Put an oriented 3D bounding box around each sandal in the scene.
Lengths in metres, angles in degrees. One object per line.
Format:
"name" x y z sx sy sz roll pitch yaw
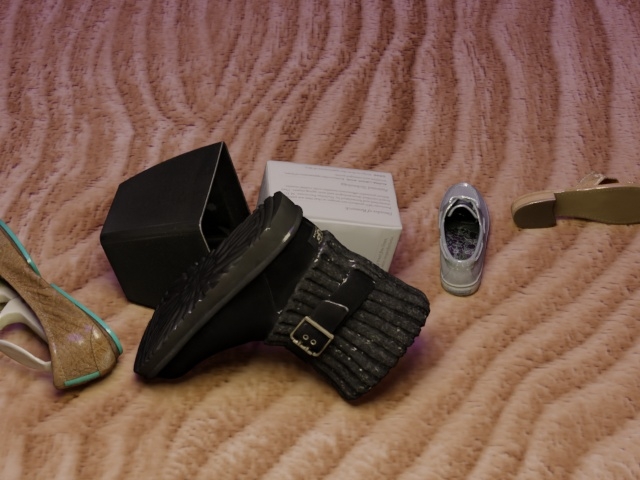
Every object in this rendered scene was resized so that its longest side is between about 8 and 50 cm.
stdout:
"sandal" 0.409 -0.076 1.644 0.240 0.088 0.079 -5 49 3

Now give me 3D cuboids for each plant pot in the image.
"plant pot" -0.204 -0.007 1.527 0.167 0.187 0.188 -5 42 14

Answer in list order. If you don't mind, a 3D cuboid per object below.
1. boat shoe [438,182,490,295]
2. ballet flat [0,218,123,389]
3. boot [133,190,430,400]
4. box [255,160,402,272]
"boat shoe" 0.215 -0.022 1.594 0.079 0.081 0.227 4 43 5
"ballet flat" -0.413 0.090 1.479 0.124 0.116 0.342 -36 58 -24
"boot" -0.056 0.123 1.395 0.260 0.348 0.131 38 30 -20
"box" 0.000 0.000 1.482 0.182 0.181 0.119 6 43 -11
